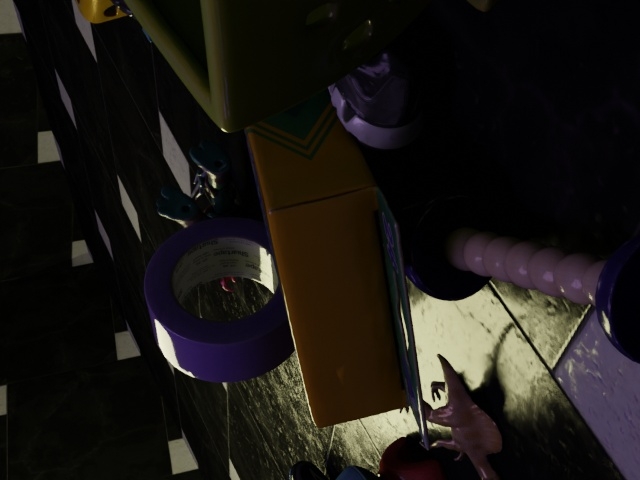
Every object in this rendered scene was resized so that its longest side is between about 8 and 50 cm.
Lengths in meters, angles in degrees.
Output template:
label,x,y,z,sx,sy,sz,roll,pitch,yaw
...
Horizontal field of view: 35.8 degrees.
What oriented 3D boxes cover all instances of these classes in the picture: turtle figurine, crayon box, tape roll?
label,x,y,z,sx,sy,sz,roll,pitch,yaw
turtle figurine,-0.148,-0.026,1.314,0.234,0.118,0.175,87,-164,-65
crayon box,0.000,0.000,0.807,0.323,0.083,0.203,-110,8,-58
tape roll,-0.109,0.067,1.171,0.189,0.189,0.080,56,159,35

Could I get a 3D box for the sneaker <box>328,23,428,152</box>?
label,x,y,z,sx,sy,sz,roll,pitch,yaw
sneaker,0.011,-0.181,0.723,0.234,0.078,0.106,57,157,20

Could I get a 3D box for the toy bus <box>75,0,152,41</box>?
label,x,y,z,sx,sy,sz,roll,pitch,yaw
toy bus,-0.288,-0.370,1.323,0.191,0.104,0.202,47,153,48

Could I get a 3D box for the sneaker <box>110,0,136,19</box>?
label,x,y,z,sx,sy,sz,roll,pitch,yaw
sneaker,-0.204,-0.358,1.105,0.286,0.109,0.130,58,152,22

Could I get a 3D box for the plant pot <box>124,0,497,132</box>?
label,x,y,z,sx,sy,sz,roll,pitch,yaw
plant pot,-0.013,-0.228,0.512,0.228,0.207,0.227,55,158,37

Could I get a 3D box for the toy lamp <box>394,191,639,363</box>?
label,x,y,z,sx,sy,sz,roll,pitch,yaw
toy lamp,0.121,0.015,0.620,0.274,0.080,0.080,22,131,67

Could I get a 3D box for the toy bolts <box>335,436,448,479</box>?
label,x,y,z,sx,sy,sz,roll,pitch,yaw
toy bolts,0.073,0.340,1.004,0.218,0.158,0.229,10,120,70

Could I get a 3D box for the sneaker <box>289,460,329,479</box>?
label,x,y,z,sx,sy,sz,roll,pitch,yaw
sneaker,0.014,0.366,1.394,0.188,0.067,0.078,-136,51,-56

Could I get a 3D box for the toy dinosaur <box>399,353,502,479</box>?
label,x,y,z,sx,sy,sz,roll,pitch,yaw
toy dinosaur,0.118,0.148,0.858,0.092,0.053,0.183,14,133,50
